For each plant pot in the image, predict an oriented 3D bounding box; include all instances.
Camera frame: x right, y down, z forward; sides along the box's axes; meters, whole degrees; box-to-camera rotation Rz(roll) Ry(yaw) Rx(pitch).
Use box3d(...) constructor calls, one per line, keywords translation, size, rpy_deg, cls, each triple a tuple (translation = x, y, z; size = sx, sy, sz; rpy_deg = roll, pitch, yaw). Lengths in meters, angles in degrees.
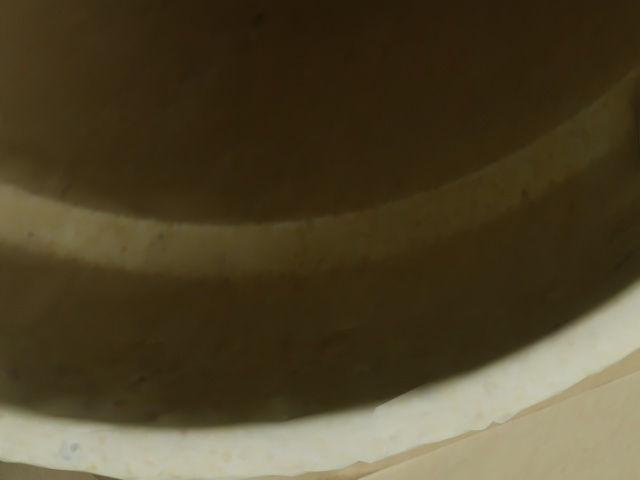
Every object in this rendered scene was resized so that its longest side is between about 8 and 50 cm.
box3d(translation=(-0.016, -0.164, 0.476), size=(0.305, 0.334, 0.333), rpy_deg=(-65, 172, -64), cls="plant pot")

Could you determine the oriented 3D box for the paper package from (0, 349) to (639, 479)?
box3d(translation=(0.000, 0.000, 0.636), size=(0.309, 0.325, 0.168), rpy_deg=(-17, 129, -30), cls="paper package")
